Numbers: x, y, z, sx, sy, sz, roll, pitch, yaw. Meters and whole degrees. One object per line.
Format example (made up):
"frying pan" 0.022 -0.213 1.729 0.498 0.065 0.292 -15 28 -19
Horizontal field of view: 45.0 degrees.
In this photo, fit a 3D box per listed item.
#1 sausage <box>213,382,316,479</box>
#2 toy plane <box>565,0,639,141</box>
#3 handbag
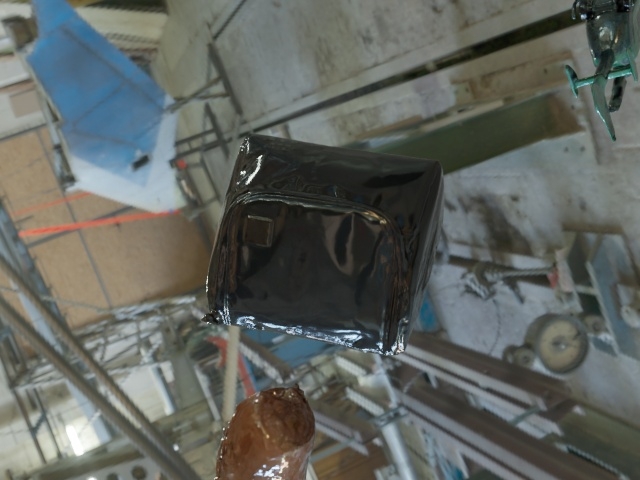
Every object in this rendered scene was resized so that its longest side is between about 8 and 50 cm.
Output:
"sausage" -0.045 0.227 0.608 0.078 0.078 0.304 -125 29 -43
"toy plane" 0.282 -0.190 0.750 0.060 0.235 0.096 -4 124 32
"handbag" 0.000 -0.003 1.026 0.178 0.302 0.275 86 -161 -55
